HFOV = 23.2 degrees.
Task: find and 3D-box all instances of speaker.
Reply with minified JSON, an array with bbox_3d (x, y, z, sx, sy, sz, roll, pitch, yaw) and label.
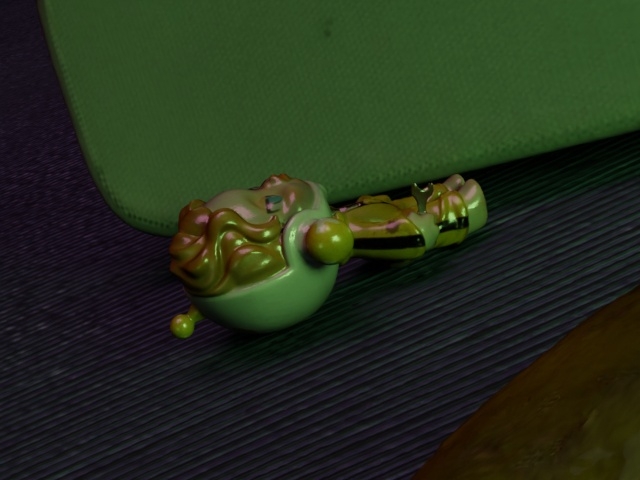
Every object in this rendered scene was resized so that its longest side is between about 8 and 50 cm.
[{"bbox_3d":[0.078,-0.135,0.788,0.406,0.183,0.184,-14,10,26],"label":"speaker"}]

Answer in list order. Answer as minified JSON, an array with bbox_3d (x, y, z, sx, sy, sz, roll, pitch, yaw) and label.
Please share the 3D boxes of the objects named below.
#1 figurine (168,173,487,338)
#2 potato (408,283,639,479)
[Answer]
[{"bbox_3d":[0.000,-0.001,0.699,0.143,0.068,0.101,-22,18,-40],"label":"figurine"},{"bbox_3d":[0.110,0.052,0.338,0.251,0.113,0.149,-23,22,-7],"label":"potato"}]
